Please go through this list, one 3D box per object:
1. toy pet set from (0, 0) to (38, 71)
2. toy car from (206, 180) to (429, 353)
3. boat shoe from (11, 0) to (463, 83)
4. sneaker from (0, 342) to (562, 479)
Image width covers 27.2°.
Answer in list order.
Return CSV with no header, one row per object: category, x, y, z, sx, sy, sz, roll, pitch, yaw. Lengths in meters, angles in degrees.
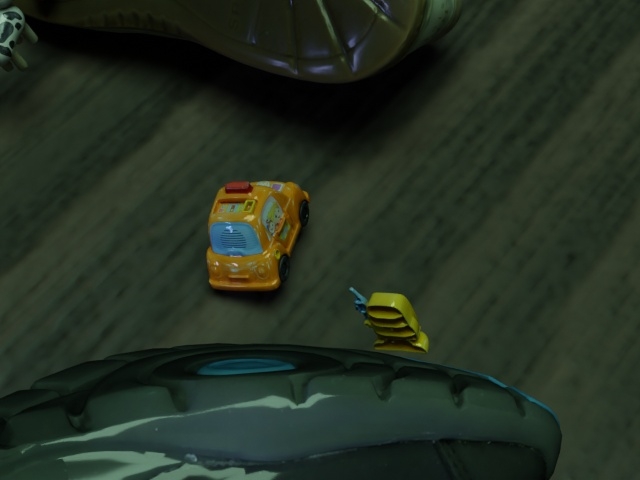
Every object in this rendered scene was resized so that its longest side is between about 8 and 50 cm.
toy pet set,-0.197,-0.091,0.596,0.122,0.065,0.114,0,65,19
toy car,0.000,0.000,0.545,0.122,0.040,0.060,16,57,35
boat shoe,-0.076,-0.154,0.655,0.302,0.109,0.098,21,18,19
sneaker,-0.075,0.112,0.447,0.341,0.125,0.139,-6,91,-20
